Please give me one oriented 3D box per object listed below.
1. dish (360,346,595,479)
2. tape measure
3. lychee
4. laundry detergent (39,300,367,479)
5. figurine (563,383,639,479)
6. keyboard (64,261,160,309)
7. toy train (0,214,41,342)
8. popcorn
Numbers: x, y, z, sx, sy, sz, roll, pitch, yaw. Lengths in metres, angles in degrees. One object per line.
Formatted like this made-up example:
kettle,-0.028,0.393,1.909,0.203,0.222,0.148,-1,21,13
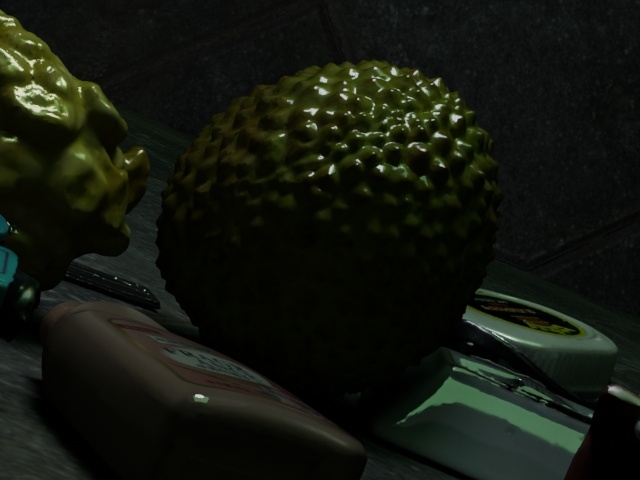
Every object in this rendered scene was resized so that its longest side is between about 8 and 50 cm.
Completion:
dish,0.158,0.154,1.524,0.243,0.080,0.182,24,5,-4
tape measure,0.152,0.117,1.729,0.235,0.115,0.207,6,16,-45
lychee,0.004,-0.007,1.473,0.270,0.320,0.270,19,27,-10
laundry detergent,-0.072,0.101,1.099,0.171,0.076,0.237,22,4,-31
figurine,0.201,0.179,0.935,0.338,0.204,0.283,1,45,-43
keyboard,-0.207,0.026,1.568,0.155,0.010,0.053,21,7,-24
toy train,-0.251,0.016,1.017,0.198,0.107,0.154,22,13,-9
popcorn,-0.257,-0.082,1.328,0.286,0.174,0.225,29,-23,49
